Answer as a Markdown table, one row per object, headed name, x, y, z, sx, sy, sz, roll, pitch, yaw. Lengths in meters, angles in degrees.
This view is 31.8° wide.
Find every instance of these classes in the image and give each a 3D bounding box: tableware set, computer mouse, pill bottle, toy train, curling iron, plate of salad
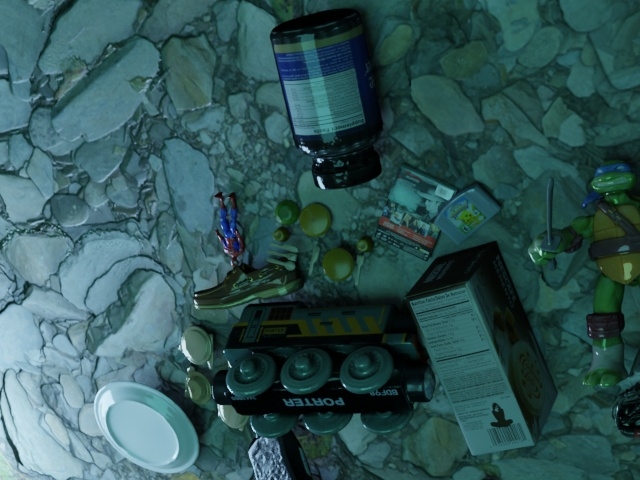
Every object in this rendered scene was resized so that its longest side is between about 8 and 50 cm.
| name | x | y | z | sx | sy | sz | roll | pitch | yaw |
| --- | --- | --- | --- | --- | --- | --- | --- | --- | --- |
| tableware set | -0.163 | 0.214 | 1.778 | 0.169 | 0.020 | 0.141 | 20 | 110 | 32 |
| computer mouse | -0.040 | 0.313 | 1.722 | 0.184 | 0.060 | 0.262 | -44 | 56 | 33 |
| pill bottle | 0.014 | -0.184 | 1.481 | 0.123 | 0.123 | 0.219 | -4 | 111 | 25 |
| toy train | 0.009 | 0.172 | 1.603 | 0.334 | 0.190 | 0.142 | -6 | 134 | 24 |
| curling iron | 0.485 | 0.216 | 1.350 | 0.274 | 0.035 | 0.068 | 2 | 113 | 25 |
| tableware set | 0.000 | 0.000 | 1.624 | 0.154 | 0.024 | 0.104 | 14 | 99 | 18 |
| plate of salad | -0.288 | 0.308 | 1.882 | 0.200 | 0.048 | 0.200 | 14 | 128 | 18 |

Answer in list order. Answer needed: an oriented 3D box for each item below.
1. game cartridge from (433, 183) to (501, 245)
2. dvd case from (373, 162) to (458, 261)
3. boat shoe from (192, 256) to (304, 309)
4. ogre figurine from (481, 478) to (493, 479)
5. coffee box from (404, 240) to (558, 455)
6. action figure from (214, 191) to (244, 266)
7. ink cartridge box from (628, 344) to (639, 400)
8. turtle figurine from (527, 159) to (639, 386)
| name | x | y | z | sx | sy | sz | roll | pitch | yaw |
| --- | --- | --- | --- | --- | --- | --- | --- | --- | --- |
| game cartridge | 0.195 | -0.037 | 1.521 | 0.056 | 0.017 | 0.083 | 43 | 116 | -8 |
| dvd case | 0.131 | -0.038 | 1.560 | 0.087 | 0.013 | 0.119 | 25 | 121 | 12 |
| boat shoe | -0.113 | 0.063 | 1.688 | 0.178 | 0.064 | 0.060 | -14 | 97 | 20 |
| ogre figurine | 0.263 | 0.463 | 1.679 | 0.118 | 0.097 | 0.197 | -34 | 104 | 23 |
| coffee box | 0.222 | 0.146 | 1.528 | 0.098 | 0.141 | 0.246 | -17 | 104 | 29 |
| action figure | -0.136 | -0.014 | 1.682 | 0.038 | 0.030 | 0.115 | 0 | 114 | 19 |
| ink cartridge box | 0.552 | 0.262 | 1.438 | 0.223 | 0.129 | 0.307 | -13 | 106 | 29 |
| turtle figurine | 0.355 | 0.037 | 1.314 | 0.198 | 0.275 | 0.266 | -10 | 90 | -10 |
